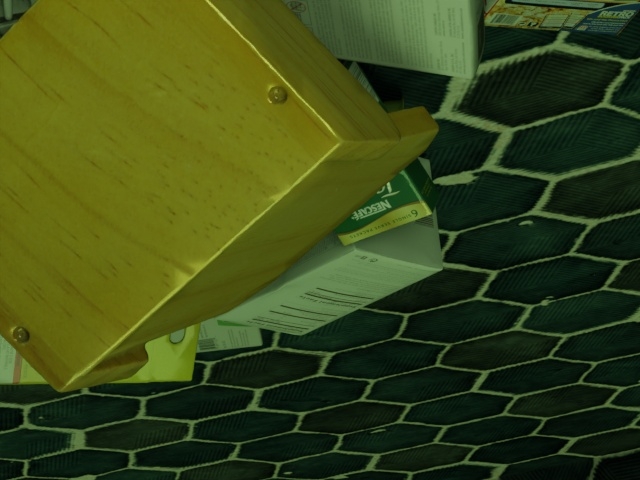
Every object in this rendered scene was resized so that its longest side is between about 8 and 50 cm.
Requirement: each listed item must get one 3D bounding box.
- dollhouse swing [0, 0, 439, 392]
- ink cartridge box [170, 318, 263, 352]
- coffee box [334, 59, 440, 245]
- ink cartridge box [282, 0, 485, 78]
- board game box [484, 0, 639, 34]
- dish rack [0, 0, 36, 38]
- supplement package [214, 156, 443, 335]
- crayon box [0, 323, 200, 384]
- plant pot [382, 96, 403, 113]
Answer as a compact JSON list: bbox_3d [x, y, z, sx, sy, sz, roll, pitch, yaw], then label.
[{"bbox_3d":[-0.119,-0.084,1.598,0.347,0.315,0.305,-41,-175,25],"label":"dollhouse swing"},{"bbox_3d":[-0.187,0.077,2.251,0.219,0.092,0.160,-6,158,-1],"label":"ink cartridge box"},{"bbox_3d":[0.027,-0.088,1.835,0.113,0.040,0.184,-19,118,28],"label":"coffee box"},{"bbox_3d":[0.026,-0.226,1.613,0.232,0.066,0.189,12,155,13],"label":"ink cartridge box"},{"bbox_3d":[0.237,-0.248,1.622,0.147,0.045,0.193,1,157,-19],"label":"board game box"},{"bbox_3d":[-0.289,-0.229,1.482,0.285,0.072,0.333,-11,158,12],"label":"dish rack"},{"bbox_3d":[0.000,0.000,2.053,0.134,0.139,0.244,13,152,-39],"label":"supplement package"},{"bbox_3d":[-0.293,0.063,2.073,0.318,0.081,0.202,2,121,-18],"label":"crayon box"},{"bbox_3d":[0.041,-0.110,1.885,0.079,0.083,0.083,7,158,0],"label":"plant pot"}]
